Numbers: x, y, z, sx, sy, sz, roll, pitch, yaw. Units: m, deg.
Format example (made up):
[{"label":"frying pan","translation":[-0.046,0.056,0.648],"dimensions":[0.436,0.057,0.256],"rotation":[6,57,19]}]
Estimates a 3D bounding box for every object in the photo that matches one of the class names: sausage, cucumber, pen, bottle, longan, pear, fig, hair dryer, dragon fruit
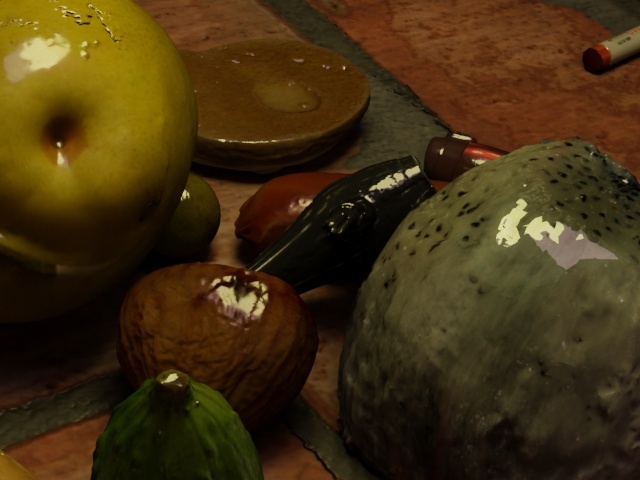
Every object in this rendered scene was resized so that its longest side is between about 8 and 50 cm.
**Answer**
[{"label":"sausage","translation":[0.079,-0.011,1.578],"dimensions":[0.300,0.083,0.089],"rotation":[7,43,2]},{"label":"cucumber","translation":[-0.088,0.166,1.176],"dimensions":[0.134,0.244,0.134],"rotation":[1,40,-1]},{"label":"pen","translation":[0.352,-0.218,1.960],"dimensions":[0.239,0.028,0.028],"rotation":[-26,47,-36]},{"label":"bottle","translation":[0.168,-0.049,1.667],"dimensions":[0.164,0.060,0.060],"rotation":[18,37,16]},{"label":"longan","translation":[-0.121,-0.018,1.575],"dimensions":[0.083,0.075,0.075],"rotation":[-24,18,36]},{"label":"pear","translation":[-0.234,-0.076,1.486],"dimensions":[0.284,0.285,0.336],"rotation":[6,3,-2]},{"label":"fig","translation":[-0.082,0.114,1.371],"dimensions":[0.146,0.134,0.201],"rotation":[-10,52,29]},{"label":"hair dryer","translation":[0.000,0.000,1.425],"dimensions":[0.195,0.219,0.075],"rotation":[-34,87,2]},{"label":"dragon fruit","translation":[0.143,0.063,1.378],"dimensions":[0.204,0.221,0.283],"rotation":[-20,46,-41]}]

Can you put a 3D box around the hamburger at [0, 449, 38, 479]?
[{"label":"hamburger","translation":[-0.263,0.211,1.203],"dimensions":[0.213,0.108,0.214],"rotation":[7,39,-6]}]

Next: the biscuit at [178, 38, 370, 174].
[{"label":"biscuit","translation":[-0.058,-0.120,1.735],"dimensions":[0.208,0.049,0.181],"rotation":[-11,39,-23]}]
